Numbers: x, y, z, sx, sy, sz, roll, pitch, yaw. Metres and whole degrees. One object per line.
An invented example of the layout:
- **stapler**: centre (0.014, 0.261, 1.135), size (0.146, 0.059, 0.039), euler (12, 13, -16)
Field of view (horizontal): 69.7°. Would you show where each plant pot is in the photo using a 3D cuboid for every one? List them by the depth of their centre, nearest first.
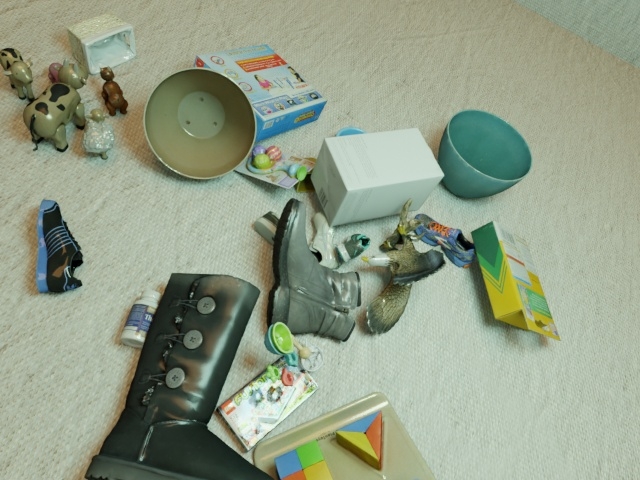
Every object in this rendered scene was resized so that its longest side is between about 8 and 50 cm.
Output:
- **plant pot**: centre (-0.327, -0.333, 1.268), size (0.283, 0.285, 0.191), euler (4, 22, -15)
- **plant pot**: centre (-0.036, -0.202, 1.368), size (0.081, 0.081, 0.083), euler (-5, 55, -20)
- **plant pot**: centre (0.498, -0.249, 1.492), size (0.289, 0.195, 0.291), euler (8, 57, -13)

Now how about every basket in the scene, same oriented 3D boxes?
- **basket**: centre (-0.663, -0.601, 1.392), size (0.103, 0.113, 0.167), euler (39, 56, 11)

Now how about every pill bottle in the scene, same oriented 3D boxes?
- **pill bottle**: centre (-0.395, 0.175, 1.029), size (0.066, 0.067, 0.120), euler (15, 57, -8)

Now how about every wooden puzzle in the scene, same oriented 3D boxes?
- **wooden puzzle**: centre (0.063, 0.482, 0.878), size (0.321, 0.081, 0.348), euler (-19, 43, -13)

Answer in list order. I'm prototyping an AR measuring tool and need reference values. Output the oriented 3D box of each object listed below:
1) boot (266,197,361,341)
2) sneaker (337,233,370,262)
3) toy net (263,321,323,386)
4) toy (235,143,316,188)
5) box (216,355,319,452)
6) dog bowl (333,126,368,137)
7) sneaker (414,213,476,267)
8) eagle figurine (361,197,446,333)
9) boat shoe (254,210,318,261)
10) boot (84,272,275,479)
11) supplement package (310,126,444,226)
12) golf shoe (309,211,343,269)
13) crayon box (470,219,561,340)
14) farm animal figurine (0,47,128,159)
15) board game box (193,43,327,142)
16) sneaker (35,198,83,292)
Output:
- **boot**: centre (-0.006, 0.074, 1.135), size (0.222, 0.118, 0.339), euler (6, 95, -15)
- **sneaker**: centre (0.107, 0.012, 1.249), size (0.065, 0.076, 0.166), euler (62, 24, -5)
- **toy net**: centre (-0.044, 0.258, 1.016), size (0.232, 0.045, 0.122), euler (29, 39, -53)
- **toy**: centre (-0.143, -0.232, 1.314), size (0.237, 0.056, 0.137), euler (25, 52, 26)
- **box**: centre (-0.115, 0.354, 1.027), size (0.206, 0.036, 0.114), euler (-34, 74, -31)
- **dog bowl**: centre (0.143, -0.239, 1.448), size (0.165, 0.074, 0.297), euler (-29, 72, -30)
- **sneaker**: centre (0.379, -0.015, 1.377), size (0.221, 0.087, 0.083), euler (35, 55, 5)
- **eagle figurine**: centre (0.214, 0.080, 1.199), size (0.224, 0.226, 0.299), euler (-17, 41, 13)
- **boat shoe**: centre (-0.077, 0.000, 1.230), size (0.219, 0.078, 0.070), euler (41, 58, 11)
- **boot**: centre (-0.207, 0.288, 0.945), size (0.366, 0.146, 0.446), euler (12, 51, 3)
- **supplement package**: centre (0.150, -0.175, 1.263), size (0.292, 0.175, 0.178), euler (-11, 63, -21)
- **golf shoe**: centre (0.000, 0.000, 1.264), size (0.085, 0.069, 0.176), euler (-12, 63, -17)
- **crayon box**: centre (0.548, 0.125, 1.300), size (0.203, 0.083, 0.323), euler (22, 50, -38)
- **farm animal figurine**: centre (-0.698, -0.392, 1.216), size (0.329, 0.172, 0.327), euler (7, 58, -14)
- **board game box**: centre (-0.186, -0.473, 1.444), size (0.302, 0.086, 0.308), euler (45, 45, 12)
- **sneaker**: centre (-0.599, 0.011, 1.063), size (0.090, 0.081, 0.233), euler (-3, 68, -22)
